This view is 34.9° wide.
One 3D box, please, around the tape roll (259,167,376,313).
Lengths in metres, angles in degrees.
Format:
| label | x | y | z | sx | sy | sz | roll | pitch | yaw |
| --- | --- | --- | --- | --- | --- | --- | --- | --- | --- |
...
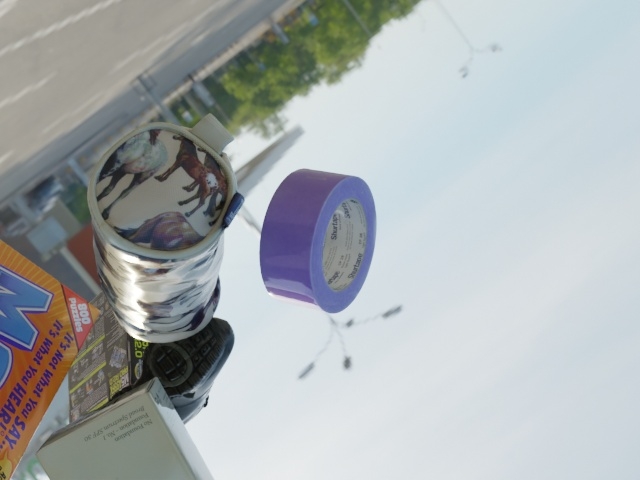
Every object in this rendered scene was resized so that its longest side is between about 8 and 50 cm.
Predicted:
| label | x | y | z | sx | sy | sz | roll | pitch | yaw |
| --- | --- | --- | --- | --- | --- | --- | --- | --- | --- |
| tape roll | 0.000 | 0.000 | 1.377 | 0.080 | 0.189 | 0.189 | 11 | -142 | 27 |

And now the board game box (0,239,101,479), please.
| label | x | y | z | sx | sy | sz | roll | pitch | yaw |
| --- | --- | --- | --- | --- | --- | --- | --- | --- | --- |
| board game box | -0.617 | 0.192 | 1.483 | 0.356 | 0.356 | 0.356 | -31 | -152 | 42 |

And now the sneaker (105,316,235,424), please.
| label | x | y | z | sx | sy | sz | roll | pitch | yaw |
| --- | --- | --- | --- | --- | --- | --- | --- | --- | --- |
| sneaker | -0.211 | 0.211 | 1.522 | 0.286 | 0.109 | 0.130 | -45 | 152 | 28 |

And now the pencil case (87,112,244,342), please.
| label | x | y | z | sx | sy | sz | roll | pitch | yaw |
| --- | --- | --- | --- | --- | --- | --- | --- | --- | --- |
| pencil case | -0.190 | 0.004 | 1.272 | 0.184 | 0.160 | 0.410 | -35 | 169 | -19 |

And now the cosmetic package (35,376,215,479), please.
| label | x | y | z | sx | sy | sz | roll | pitch | yaw |
| --- | --- | --- | --- | --- | --- | --- | --- | --- | --- |
| cosmetic package | -0.203 | 0.347 | 1.268 | 0.160 | 0.309 | 0.113 | -29 | -176 | -2 |

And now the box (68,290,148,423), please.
| label | x | y | z | sx | sy | sz | roll | pitch | yaw |
| --- | --- | --- | --- | --- | --- | --- | --- | --- | --- |
| box | -0.365 | 0.201 | 1.777 | 0.060 | 0.216 | 0.270 | 9 | 149 | -33 |
